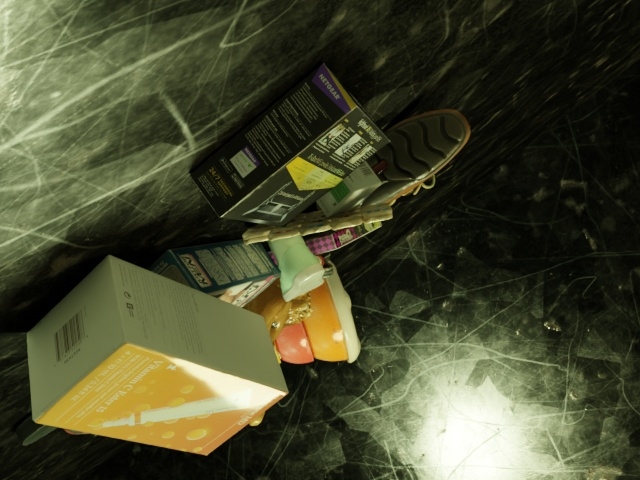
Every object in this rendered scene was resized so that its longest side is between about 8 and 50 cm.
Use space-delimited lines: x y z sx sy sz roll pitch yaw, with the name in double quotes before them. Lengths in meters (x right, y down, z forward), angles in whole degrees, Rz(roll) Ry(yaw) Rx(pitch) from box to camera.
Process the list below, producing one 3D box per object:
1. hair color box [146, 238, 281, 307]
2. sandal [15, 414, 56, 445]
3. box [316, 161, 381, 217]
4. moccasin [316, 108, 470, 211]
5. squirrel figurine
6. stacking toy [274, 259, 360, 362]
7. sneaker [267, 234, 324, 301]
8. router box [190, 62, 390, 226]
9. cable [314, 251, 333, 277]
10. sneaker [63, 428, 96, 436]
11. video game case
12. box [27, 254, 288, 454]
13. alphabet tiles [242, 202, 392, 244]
"hair color box" -0.229 0.093 1.403 0.174 0.105 0.347 -40 169 19
"sandal" -0.505 0.371 1.749 0.445 0.107 0.167 -33 170 -22
"box" 0.038 -0.114 1.366 0.102 0.101 0.087 -22 163 -51
"moccasin" 0.162 -0.149 1.536 0.380 0.139 0.147 -43 170 34
"squirrel figurine" -0.180 0.212 1.860 0.370 0.281 0.397 -63 179 37
"stacking toy" -0.141 0.271 2.262 0.479 0.351 0.350 -16 168 -6
"sneaker" -0.063 0.042 1.600 0.094 0.151 0.256 -27 169 -16
"router box" -0.030 -0.129 1.110 0.243 0.081 0.309 -38 171 10
"cable" -0.006 0.042 1.954 0.287 0.139 0.072 -28 129 -69
"sneaker" -0.598 0.466 1.899 0.135 0.098 0.276 -41 171 14
"video game case" 0.000 0.000 1.724 0.232 0.042 0.210 -16 -174 37
"box" -0.257 0.199 1.167 0.215 0.168 0.345 -40 139 20
"alphabet tiles" -0.004 -0.034 1.391 0.284 0.021 0.278 -10 -172 3
